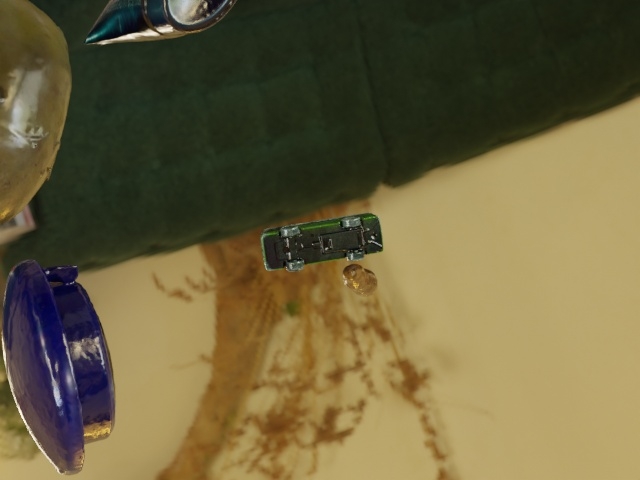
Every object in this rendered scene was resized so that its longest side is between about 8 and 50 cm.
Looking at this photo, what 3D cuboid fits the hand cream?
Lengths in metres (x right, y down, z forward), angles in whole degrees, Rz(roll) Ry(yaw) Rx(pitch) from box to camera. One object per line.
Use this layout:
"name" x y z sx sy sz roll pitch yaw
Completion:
"hand cream" -0.143 -0.219 1.051 0.120 0.061 0.270 -56 -154 -6

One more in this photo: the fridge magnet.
"fridge magnet" -0.319 0.151 1.455 0.113 0.265 0.265 -12 172 -21

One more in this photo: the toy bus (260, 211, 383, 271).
"toy bus" 0.000 0.000 0.836 0.083 0.031 0.037 -9 -169 -7

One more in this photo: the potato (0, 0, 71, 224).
"potato" -0.339 -0.141 1.256 0.165 0.262 0.165 -5 159 -2

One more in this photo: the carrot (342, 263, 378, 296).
"carrot" 0.045 0.047 1.478 0.036 0.035 0.165 -21 169 8
